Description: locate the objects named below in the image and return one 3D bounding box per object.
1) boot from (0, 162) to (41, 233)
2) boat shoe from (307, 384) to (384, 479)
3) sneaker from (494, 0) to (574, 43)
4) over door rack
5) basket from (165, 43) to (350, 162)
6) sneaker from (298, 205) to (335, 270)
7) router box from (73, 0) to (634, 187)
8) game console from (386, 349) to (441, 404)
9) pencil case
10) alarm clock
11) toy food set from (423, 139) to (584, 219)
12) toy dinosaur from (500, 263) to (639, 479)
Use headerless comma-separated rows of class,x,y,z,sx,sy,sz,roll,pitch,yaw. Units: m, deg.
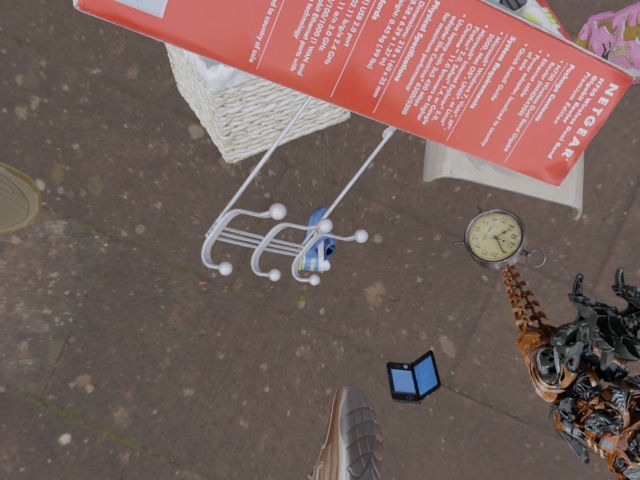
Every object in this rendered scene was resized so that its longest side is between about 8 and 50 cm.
boot,-0.371,-0.053,0.601,0.214,0.165,0.077,3,97,-11
boat shoe,0.029,0.392,1.012,0.117,0.324,0.123,-24,130,29
sneaker,0.246,-0.241,0.725,0.279,0.107,0.118,44,44,-29
over door rack,-0.003,-0.080,0.886,0.108,0.240,0.324,34,101,32
basket,-0.135,-0.383,1.281,0.332,0.266,0.328,-24,58,-18
sneaker,0.000,0.000,1.092,0.059,0.053,0.144,11,51,4
router box,0.004,-0.190,0.455,0.301,0.335,0.082,15,118,-22
game console,0.264,0.387,1.771,0.124,0.144,0.085,7,126,-8
pencil case,0.622,-0.374,1.135,0.160,0.386,0.167,1,98,-6
alarm clock,0.400,0.007,1.345,0.192,0.064,0.129,31,83,35
toy food set,0.343,-0.174,1.131,0.306,0.092,0.219,12,72,-9
toy dinosaur,0.324,0.157,0.760,0.322,0.218,0.164,41,45,22
